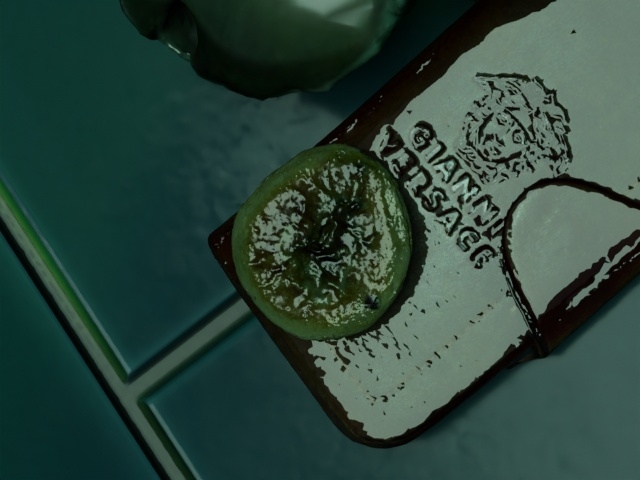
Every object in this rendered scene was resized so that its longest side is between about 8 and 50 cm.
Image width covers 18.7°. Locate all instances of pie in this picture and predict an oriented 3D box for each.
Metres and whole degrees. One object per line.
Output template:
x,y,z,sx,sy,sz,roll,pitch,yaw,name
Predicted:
0.002,0.001,0.813,0.084,0.021,0.084,-1,88,23,pie

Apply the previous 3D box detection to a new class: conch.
0.032,-0.155,0.778,0.202,0.134,0.196,14,120,28,conch

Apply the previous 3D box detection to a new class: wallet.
0.082,-0.029,0.815,0.255,0.031,0.137,-41,76,14,wallet
